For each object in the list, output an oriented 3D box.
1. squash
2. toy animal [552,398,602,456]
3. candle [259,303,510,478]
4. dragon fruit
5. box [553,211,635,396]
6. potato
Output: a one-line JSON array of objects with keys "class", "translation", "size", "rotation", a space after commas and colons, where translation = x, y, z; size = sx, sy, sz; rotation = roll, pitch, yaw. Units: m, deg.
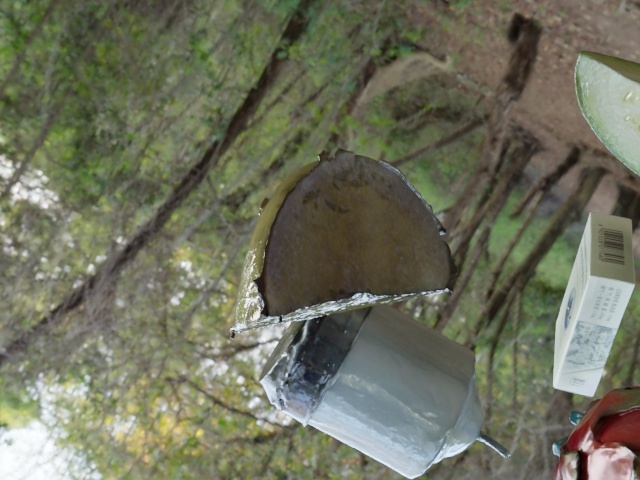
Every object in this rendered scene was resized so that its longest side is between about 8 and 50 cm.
[{"class": "squash", "translation": [0.447, -0.110, 1.037], "size": [0.289, 0.111, 0.203], "rotation": [14, -139, -2]}, {"class": "toy animal", "translation": [0.414, 0.265, 1.137], "size": [0.208, 0.103, 0.100], "rotation": [2, -179, -18]}, {"class": "candle", "translation": [0.099, 0.214, 1.241], "size": [0.343, 0.221, 0.221], "rotation": [29, -172, 0]}, {"class": "dragon fruit", "translation": [0.309, 0.212, 0.738], "size": [0.192, 0.274, 0.193], "rotation": [-7, -129, -30]}, {"class": "box", "translation": [0.440, 0.105, 1.374], "size": [0.069, 0.256, 0.164], "rotation": [11, -139, 9]}, {"class": "potato", "translation": [0.000, 0.000, 0.722], "size": [0.098, 0.138, 0.243], "rotation": [-19, 169, 42]}]
